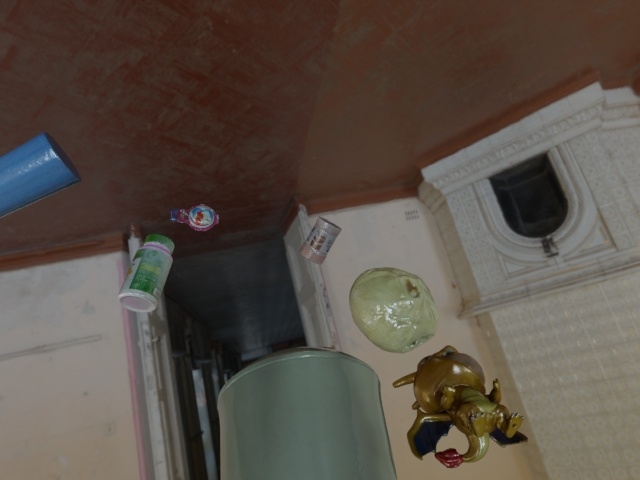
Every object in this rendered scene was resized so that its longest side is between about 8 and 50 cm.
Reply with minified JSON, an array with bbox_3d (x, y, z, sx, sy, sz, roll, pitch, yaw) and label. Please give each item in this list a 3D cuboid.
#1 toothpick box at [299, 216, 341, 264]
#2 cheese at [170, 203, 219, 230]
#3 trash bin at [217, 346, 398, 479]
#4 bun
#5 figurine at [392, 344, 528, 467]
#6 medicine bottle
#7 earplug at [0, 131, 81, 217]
[{"bbox_3d":[0.000,0.000,1.515,0.098,0.098,0.149,15,107,-58],"label":"toothpick box"},{"bbox_3d":[-0.391,-0.074,1.298,0.145,0.095,0.038,4,152,-16],"label":"cheese"},{"bbox_3d":[-0.014,0.372,0.612,0.280,0.432,0.280,-5,133,-6],"label":"trash bin"},{"bbox_3d":[0.298,0.236,1.569,0.364,0.364,0.202,-2,143,-36],"label":"bun"},{"bbox_3d":[0.438,0.546,1.399,0.401,0.268,0.387,-9,-166,-15],"label":"figurine"},{"bbox_3d":[-0.615,0.110,1.496,0.133,0.274,0.133,4,141,3],"label":"medicine bottle"},{"bbox_3d":[-0.721,-0.126,0.960,0.273,0.132,0.132,-34,167,-13],"label":"earplug"}]
